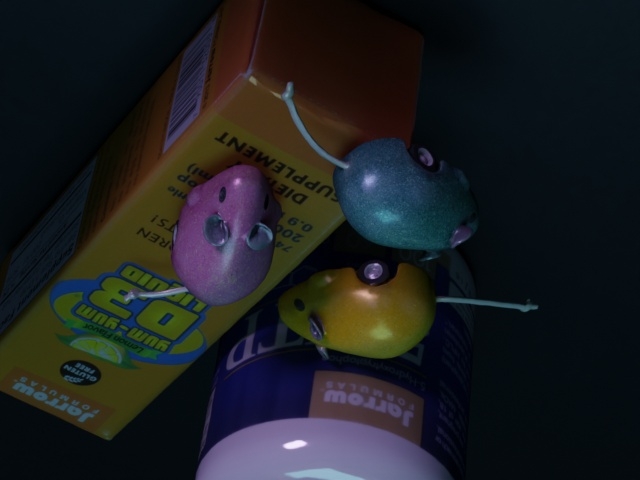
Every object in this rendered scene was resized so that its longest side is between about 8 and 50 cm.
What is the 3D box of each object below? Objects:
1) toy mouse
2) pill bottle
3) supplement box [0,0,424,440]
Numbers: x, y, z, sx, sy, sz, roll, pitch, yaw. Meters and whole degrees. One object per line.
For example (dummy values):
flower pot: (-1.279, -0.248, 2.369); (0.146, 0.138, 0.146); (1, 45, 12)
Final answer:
toy mouse: (0.000, 0.000, 0.709); (0.161, 0.031, 0.143); (-4, 142, 4)
pill bottle: (0.006, 0.087, 0.801); (0.112, 0.187, 0.112); (4, 138, 4)
supplement box: (-0.055, -0.010, 0.787); (0.078, 0.080, 0.233); (27, 136, -20)
